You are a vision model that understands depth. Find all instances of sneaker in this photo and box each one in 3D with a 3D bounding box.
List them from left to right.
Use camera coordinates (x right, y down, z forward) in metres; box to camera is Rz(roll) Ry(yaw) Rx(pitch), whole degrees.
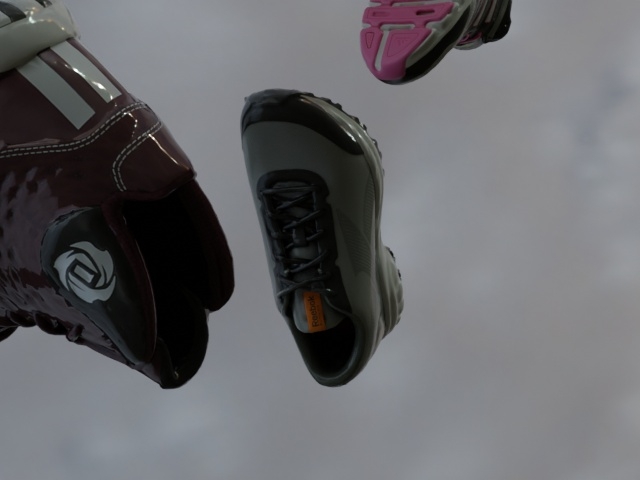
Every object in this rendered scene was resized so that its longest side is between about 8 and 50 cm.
[{"bbox_3d":[-0.133,0.032,0.705,0.106,0.162,0.281,-41,-12,-43],"label":"sneaker"},{"bbox_3d":[0.000,0.000,1.196,0.108,0.100,0.271,-66,-34,-47],"label":"sneaker"},{"bbox_3d":[0.079,-0.136,0.918,0.170,0.063,0.074,-60,-40,-41],"label":"sneaker"}]
